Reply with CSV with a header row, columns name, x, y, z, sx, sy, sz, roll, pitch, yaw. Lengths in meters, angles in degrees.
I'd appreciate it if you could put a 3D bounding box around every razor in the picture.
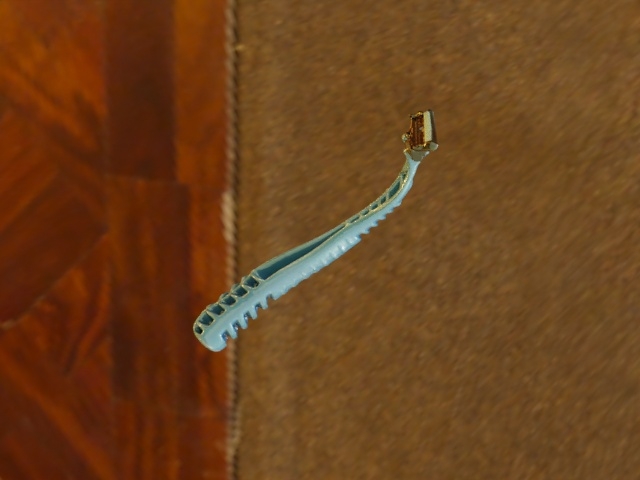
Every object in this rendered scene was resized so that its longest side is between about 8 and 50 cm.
name,x,y,z,sx,sy,sz,roll,pitch,yaw
razor,0.000,0.000,1.381,0.253,0.082,0.042,-40,106,14
